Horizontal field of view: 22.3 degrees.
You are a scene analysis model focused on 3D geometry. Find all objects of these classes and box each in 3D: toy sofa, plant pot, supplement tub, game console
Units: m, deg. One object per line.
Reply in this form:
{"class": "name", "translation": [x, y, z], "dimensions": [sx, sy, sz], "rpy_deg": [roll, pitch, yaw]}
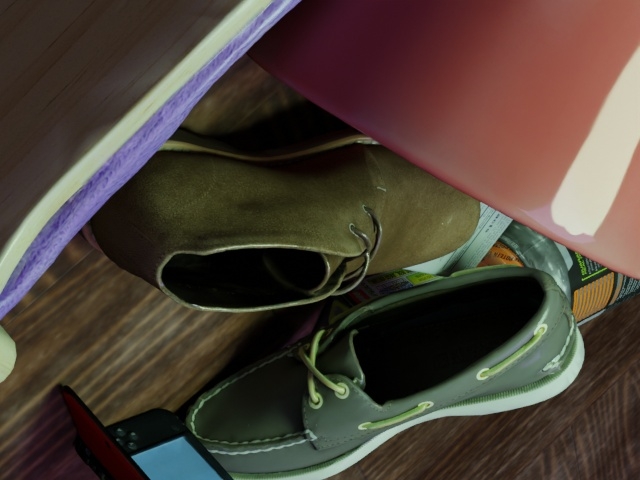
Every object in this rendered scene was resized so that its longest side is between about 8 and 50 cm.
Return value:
{"class": "toy sofa", "translation": [-0.074, -0.096, 0.737], "dimensions": [0.362, 0.177, 0.150], "rpy_deg": [-46, 153, -3]}
{"class": "plant pot", "translation": [0.131, -0.145, 0.901], "dimensions": [0.243, 0.275, 0.275], "rpy_deg": [-60, 152, 9]}
{"class": "supplement tub", "translation": [0.192, 0.017, 1.354], "dimensions": [0.190, 0.117, 0.117], "rpy_deg": [-21, 145, -40]}
{"class": "game console", "translation": [-0.096, 0.154, 1.089], "dimensions": [0.124, 0.144, 0.085], "rpy_deg": [-17, 143, -45]}

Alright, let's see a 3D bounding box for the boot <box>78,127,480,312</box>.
{"class": "boot", "translation": [0.000, 0.000, 0.984], "dimensions": [0.305, 0.115, 0.112], "rpy_deg": [-1, 122, -42]}

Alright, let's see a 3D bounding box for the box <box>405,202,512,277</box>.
{"class": "box", "translation": [0.090, -0.046, 1.164], "dimensions": [0.126, 0.072, 0.137], "rpy_deg": [-53, 152, 14]}

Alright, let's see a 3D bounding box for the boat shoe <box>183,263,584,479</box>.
{"class": "boat shoe", "translation": [0.036, 0.093, 1.175], "dimensions": [0.305, 0.109, 0.091], "rpy_deg": [-18, 143, 6]}

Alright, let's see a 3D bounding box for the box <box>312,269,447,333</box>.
{"class": "box", "translation": [0.023, 0.113, 1.329], "dimensions": [0.114, 0.036, 0.207], "rpy_deg": [-17, 141, -45]}
